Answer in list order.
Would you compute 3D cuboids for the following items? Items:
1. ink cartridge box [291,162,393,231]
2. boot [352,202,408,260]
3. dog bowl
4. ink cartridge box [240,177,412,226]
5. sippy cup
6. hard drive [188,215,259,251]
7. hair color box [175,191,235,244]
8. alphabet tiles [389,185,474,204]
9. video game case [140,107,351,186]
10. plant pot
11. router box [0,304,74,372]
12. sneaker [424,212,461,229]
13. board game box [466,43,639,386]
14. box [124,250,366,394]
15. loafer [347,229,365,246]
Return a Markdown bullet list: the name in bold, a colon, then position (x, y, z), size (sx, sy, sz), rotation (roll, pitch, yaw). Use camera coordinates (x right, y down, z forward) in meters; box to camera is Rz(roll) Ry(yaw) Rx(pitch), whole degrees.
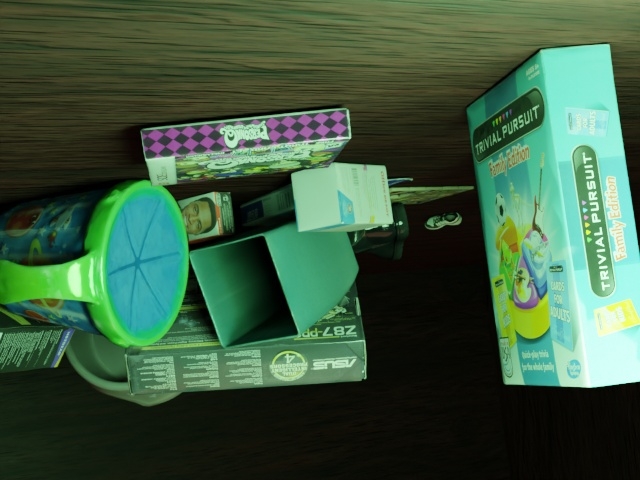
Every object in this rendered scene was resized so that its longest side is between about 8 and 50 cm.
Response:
- **ink cartridge box**: position (0.039, -0.063, 1.710), size (0.090, 0.092, 0.143), rotation (-11, 173, 39)
- **boot**: position (0.057, -0.004, 2.221), size (0.207, 0.094, 0.246), rotation (-10, 168, -4)
- **dog bowl**: position (-0.392, 0.173, 2.395), size (0.348, 0.349, 0.102), rotation (-9, 161, 13)
- **ink cartridge box**: position (0.009, -0.063, 1.910), size (0.224, 0.045, 0.223), rotation (-4, 174, -28)
- **sippy cup**: position (-0.339, 0.029, 1.609), size (0.224, 0.240, 0.305), rotation (2, 154, 24)
- **hard drive**: position (-0.253, -0.005, 2.114), size (0.254, 0.054, 0.172), rotation (-10, 174, 23)
- **hair color box**: position (-0.206, -0.032, 1.819), size (0.141, 0.072, 0.043), rotation (-12, 173, 35)
- **alphabet tiles**: position (0.138, -0.077, 2.136), size (0.198, 0.009, 0.237), rotation (-4, 174, -36)
- **video game case**: position (-0.092, -0.108, 1.339), size (0.232, 0.042, 0.210), rotation (-7, 176, -8)
- **plant pot**: position (-0.053, 0.047, 1.813), size (0.165, 0.166, 0.234), rotation (-13, -171, 39)
- **router box**: position (-0.557, 0.086, 1.682), size (0.308, 0.081, 0.243), rotation (31, -169, 23)
- **sneaker**: position (0.272, -0.048, 2.527), size (0.083, 0.032, 0.037), rotation (-13, 160, 10)
- **board game box**: position (0.251, -0.013, 1.229), size (0.079, 0.336, 0.254), rotation (-6, 174, -11)
- **box**: position (-0.129, 0.125, 1.963), size (0.394, 0.097, 0.318), rotation (-4, -150, -3)
- **loafer**: position (0.000, 0.000, 2.009), size (0.170, 0.062, 0.061), rotation (-6, -179, 24)
